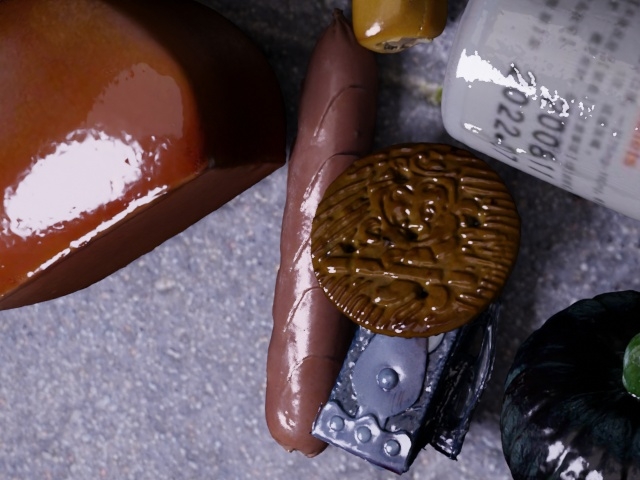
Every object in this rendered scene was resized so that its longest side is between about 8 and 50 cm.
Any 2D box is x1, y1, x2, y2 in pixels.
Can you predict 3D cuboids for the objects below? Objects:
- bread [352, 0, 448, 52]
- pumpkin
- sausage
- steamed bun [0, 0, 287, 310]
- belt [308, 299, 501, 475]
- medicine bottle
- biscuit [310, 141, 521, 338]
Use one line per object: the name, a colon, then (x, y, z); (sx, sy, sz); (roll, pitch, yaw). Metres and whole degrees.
bread: (0.074, -0.287, 1.405); (0.074, 0.093, 0.239); (8, 103, 48)
pumpkin: (0.270, 0.134, 1.288); (0.248, 0.248, 0.248); (3, 98, 21)
sausage: (0.002, 0.000, 1.478); (0.088, 0.088, 0.433); (9, 100, 20)
steamed bun: (-0.238, -0.103, 1.475); (0.379, 0.235, 0.248); (-30, 83, 27)
belt: (0.094, 0.102, 1.432); (0.128, 0.122, 0.218); (22, 96, 15)
medicine bottle: (0.303, -0.110, 1.274); (0.371, 0.211, 0.211); (25, 105, 17)
biscuit: (0.083, -0.004, 1.376); (0.188, 0.027, 0.187); (-5, 65, 10)
